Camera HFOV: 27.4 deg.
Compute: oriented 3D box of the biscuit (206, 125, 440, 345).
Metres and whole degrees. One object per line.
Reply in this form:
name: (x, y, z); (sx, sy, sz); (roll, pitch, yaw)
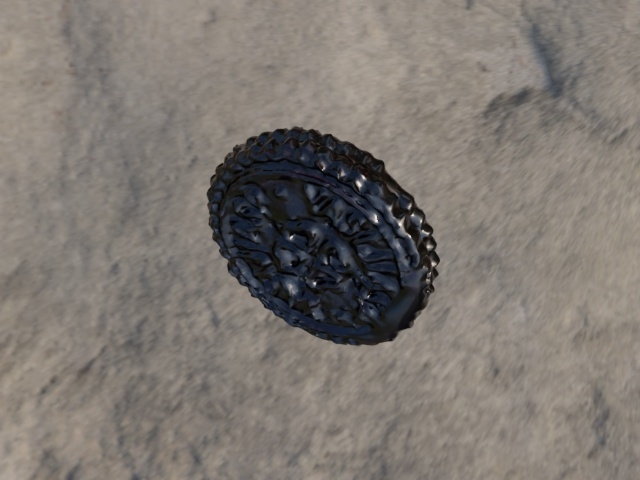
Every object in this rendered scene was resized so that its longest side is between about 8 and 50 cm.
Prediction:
biscuit: (0.000, 0.000, 0.970); (0.194, 0.053, 0.194); (20, 137, 19)
